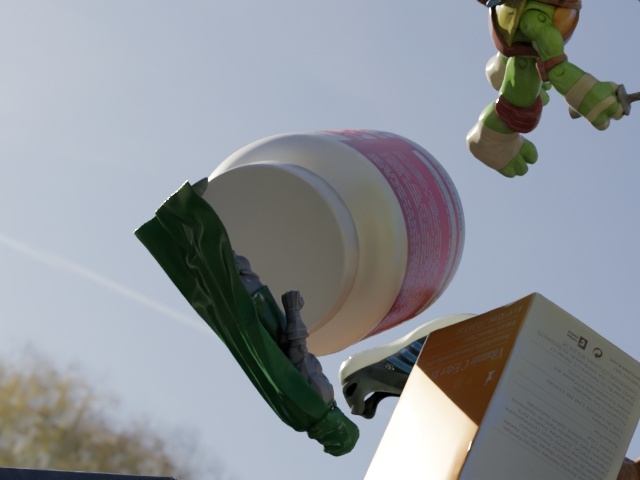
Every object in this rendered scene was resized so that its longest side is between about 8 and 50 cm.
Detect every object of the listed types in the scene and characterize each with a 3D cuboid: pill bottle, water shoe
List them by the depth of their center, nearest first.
[{"bbox_3d":[0.000,0.000,2.036,0.229,0.229,0.407,17,8,15],"label":"pill bottle"},{"bbox_3d":[0.120,0.153,2.342,0.203,0.080,0.073,-25,-25,24],"label":"water shoe"}]

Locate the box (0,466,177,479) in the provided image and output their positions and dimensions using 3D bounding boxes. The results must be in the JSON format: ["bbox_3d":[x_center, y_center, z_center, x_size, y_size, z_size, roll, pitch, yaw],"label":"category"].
[{"bbox_3d":[-0.289,0.348,1.627,0.343,0.179,0.312,3,-45,0],"label":"box"}]

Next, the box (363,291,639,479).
[{"bbox_3d":[0.163,0.255,1.989,0.168,0.345,0.215,34,-28,-17],"label":"box"}]

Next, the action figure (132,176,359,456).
[{"bbox_3d":[-0.045,0.065,1.483,0.232,0.063,0.137,56,-21,2],"label":"action figure"}]

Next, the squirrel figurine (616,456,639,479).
[{"bbox_3d":[0.347,0.417,2.108,0.281,0.371,0.397,-14,2,-1],"label":"squirrel figurine"}]

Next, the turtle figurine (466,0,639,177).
[{"bbox_3d":[0.251,-0.173,1.810,0.274,0.198,0.266,-10,-24,-20],"label":"turtle figurine"}]
